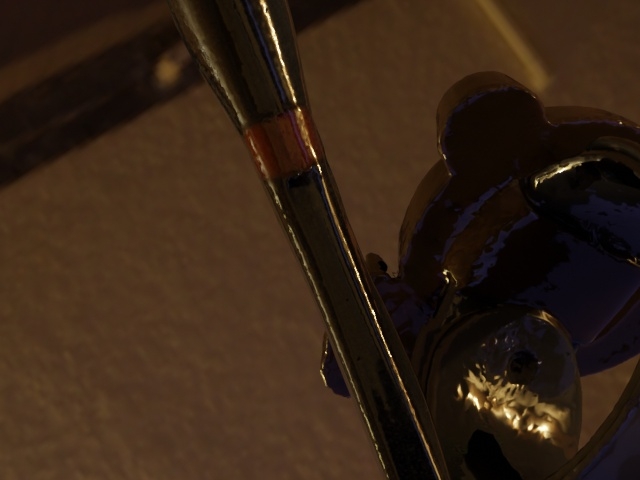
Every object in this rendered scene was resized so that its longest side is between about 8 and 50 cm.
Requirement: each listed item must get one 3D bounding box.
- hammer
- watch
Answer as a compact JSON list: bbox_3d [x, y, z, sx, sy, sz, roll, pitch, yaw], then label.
[{"bbox_3d":[0.000,0.000,0.526,0.037,0.290,0.137,-21,-177,2],"label":"hammer"},{"bbox_3d":[0.186,0.093,1.216,0.335,0.314,0.327,-51,-151,23],"label":"watch"}]
